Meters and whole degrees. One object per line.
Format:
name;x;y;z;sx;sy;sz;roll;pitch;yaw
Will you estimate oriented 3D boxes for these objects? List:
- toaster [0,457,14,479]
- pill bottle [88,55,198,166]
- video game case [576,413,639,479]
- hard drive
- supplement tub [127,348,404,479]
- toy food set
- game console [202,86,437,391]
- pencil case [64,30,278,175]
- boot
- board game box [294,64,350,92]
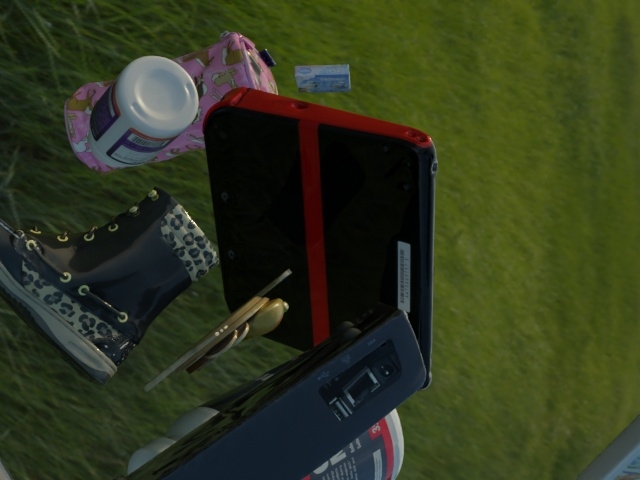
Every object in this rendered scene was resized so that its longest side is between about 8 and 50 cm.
toaster;-0.481;0.339;1.123;0.168;0.110;0.185;-37;174;15
pill bottle;-0.246;-0.162;1.214;0.108;0.108;0.193;-49;-166;-30
video game case;0.498;0.212;0.999;0.329;0.300;0.036;-57;-156;28
hard drive;-0.048;0.130;0.576;0.254;0.054;0.172;-34;179;-2
supplement tub;-0.057;0.252;1.023;0.272;0.191;0.191;-23;132;-38
toy food set;-0.094;0.103;0.937;0.132;0.038;0.192;-38;-179;27
game console;0.000;0.000;1.211;0.060;0.342;0.387;-43;139;-45
pencil case;-0.268;-0.239;1.615;0.160;0.386;0.167;49;31;-54
boot;-0.231;-0.001;0.875;0.178;0.236;0.085;-44;-174;-21
board game box;0.005;-0.271;1.528;0.090;0.090;0.020;69;20;-80
